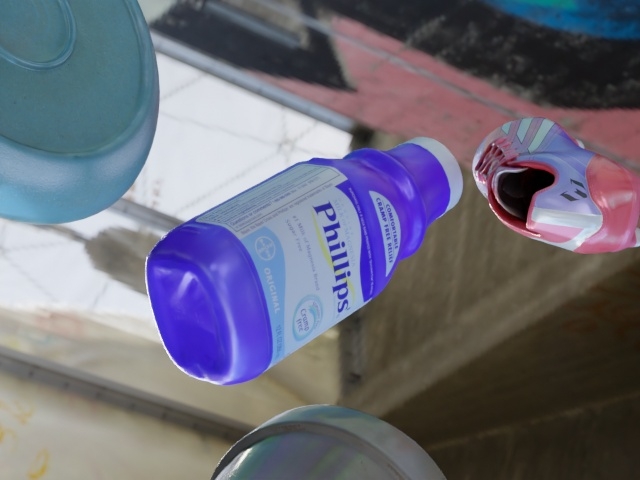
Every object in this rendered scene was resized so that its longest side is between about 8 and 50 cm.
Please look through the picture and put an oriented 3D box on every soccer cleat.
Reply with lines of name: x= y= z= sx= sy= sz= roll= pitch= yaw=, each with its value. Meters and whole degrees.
soccer cleat: x=0.156 y=-0.047 z=0.977 sx=0.248 sy=0.095 sz=0.083 roll=-135 pitch=-127 yaw=-68

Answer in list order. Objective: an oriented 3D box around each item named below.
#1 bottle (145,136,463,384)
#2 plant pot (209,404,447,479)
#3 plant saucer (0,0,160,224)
bottle: x=0.000 y=0.000 z=0.968 sx=0.092 sy=0.283 sz=0.118 roll=8 pitch=-63 yaw=42
plant pot: x=-0.036 y=0.368 z=1.385 sx=0.323 sy=0.323 sz=0.280 roll=-58 pitch=163 yaw=24
plant saucer: x=-0.233 y=-0.165 z=0.963 sx=0.044 sy=0.317 sz=0.317 roll=-27 pitch=-137 yaw=36
